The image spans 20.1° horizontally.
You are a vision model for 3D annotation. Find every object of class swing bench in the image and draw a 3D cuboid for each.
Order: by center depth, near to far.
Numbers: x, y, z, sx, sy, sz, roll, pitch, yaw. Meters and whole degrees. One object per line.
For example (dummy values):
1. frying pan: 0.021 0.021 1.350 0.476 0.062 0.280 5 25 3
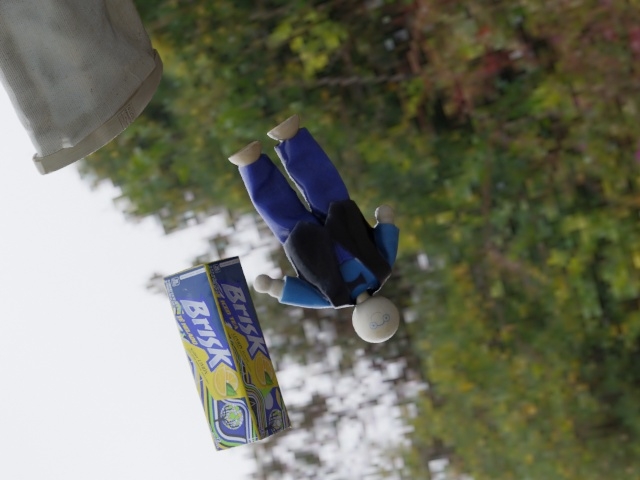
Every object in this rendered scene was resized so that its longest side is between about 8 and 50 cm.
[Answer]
1. swing bench: -0.260 -0.239 1.577 0.165 0.254 0.253 -30 -49 -13

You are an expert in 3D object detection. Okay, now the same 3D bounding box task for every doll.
1. doll: 0.000 0.000 1.428 0.129 0.046 0.189 -35 -85 -13

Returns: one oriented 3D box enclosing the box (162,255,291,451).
1. box: -0.085 0.103 1.663 0.059 0.054 0.169 -16 -93 -58
